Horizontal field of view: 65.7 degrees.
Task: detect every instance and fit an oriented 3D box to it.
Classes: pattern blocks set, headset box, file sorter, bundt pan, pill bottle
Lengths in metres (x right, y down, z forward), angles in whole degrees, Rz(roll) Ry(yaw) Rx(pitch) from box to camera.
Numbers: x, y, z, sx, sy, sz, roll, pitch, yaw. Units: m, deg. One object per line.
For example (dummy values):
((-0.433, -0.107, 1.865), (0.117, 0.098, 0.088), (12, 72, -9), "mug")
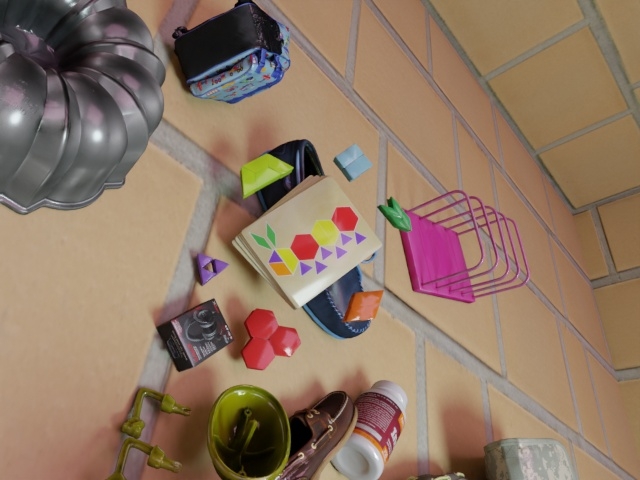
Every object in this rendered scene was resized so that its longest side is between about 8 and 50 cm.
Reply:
((-0.018, 0.002, 0.719), (0.325, 0.026, 0.285), (-26, 83, -22), "pattern blocks set")
((-0.154, 0.116, 0.607), (0.083, 0.032, 0.062), (-27, 92, -56), "headset box")
((0.353, 0.019, 1.192), (0.291, 0.182, 0.201), (16, 58, -47), "file sorter")
((-0.305, -0.202, 0.523), (0.331, 0.124, 0.330), (31, 47, -39), "bundt pan")
((0.080, 0.286, 0.763), (0.086, 0.086, 0.152), (61, 36, -7), "pill bottle")

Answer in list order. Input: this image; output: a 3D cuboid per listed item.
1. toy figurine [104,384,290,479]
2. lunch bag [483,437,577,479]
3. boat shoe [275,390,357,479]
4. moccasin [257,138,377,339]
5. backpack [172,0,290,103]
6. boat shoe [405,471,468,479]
((-0.115, 0.338, 0.461), (0.192, 0.217, 0.362), (3, 27, -11), "toy figurine")
((0.402, 0.507, 0.927), (0.287, 0.169, 0.235), (48, 34, -54), "lunch bag")
((-0.016, 0.264, 0.662), (0.073, 0.073, 0.207), (61, 35, -9), "boat shoe")
((0.000, 0.000, 0.801), (0.138, 0.117, 0.341), (-34, 98, -55), "moccasin")
((-0.122, -0.292, 0.795), (0.173, 0.158, 0.116), (-20, 95, -67), "backpack")
((0.176, 0.434, 0.797), (0.305, 0.091, 0.109), (20, 95, -41), "boat shoe")
